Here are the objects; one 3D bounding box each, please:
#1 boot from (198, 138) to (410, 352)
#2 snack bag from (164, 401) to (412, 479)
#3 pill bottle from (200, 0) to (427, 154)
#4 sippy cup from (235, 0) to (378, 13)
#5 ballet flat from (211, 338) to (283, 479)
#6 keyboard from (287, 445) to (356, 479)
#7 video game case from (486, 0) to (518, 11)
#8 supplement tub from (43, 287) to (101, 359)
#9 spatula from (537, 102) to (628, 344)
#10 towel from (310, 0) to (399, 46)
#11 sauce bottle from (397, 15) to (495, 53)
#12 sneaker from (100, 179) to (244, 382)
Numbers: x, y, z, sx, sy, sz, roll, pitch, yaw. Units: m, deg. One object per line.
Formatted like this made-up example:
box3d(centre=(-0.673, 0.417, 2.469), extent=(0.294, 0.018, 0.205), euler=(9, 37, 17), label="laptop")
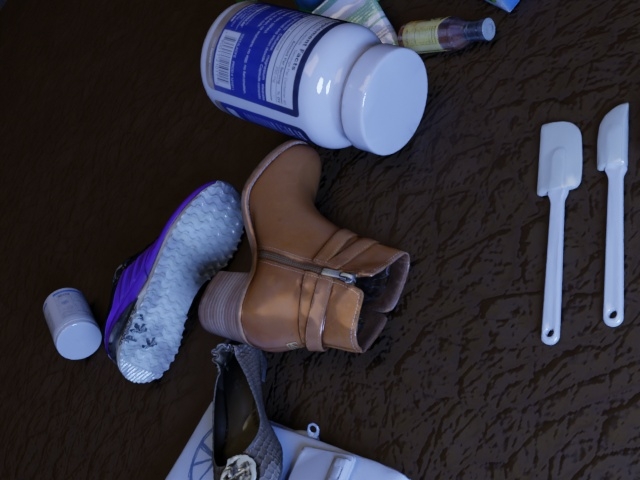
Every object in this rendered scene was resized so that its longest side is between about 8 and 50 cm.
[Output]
box3d(centre=(0.000, 0.000, 0.922), extent=(0.220, 0.109, 0.283), euler=(2, 51, 36), label="boot")
box3d(centre=(-0.085, 0.326, 0.794), extent=(0.342, 0.037, 0.323), euler=(3, 55, 49), label="snack bag")
box3d(centre=(-0.010, -0.199, 0.994), extent=(0.264, 0.153, 0.153), euler=(25, 83, 36), label="pill bottle")
box3d(centre=(-0.009, -0.464, 1.137), extent=(0.240, 0.224, 0.306), euler=(-20, 53, 37), label="sippy cup")
box3d(centre=(-0.089, 0.186, 0.860), extent=(0.084, 0.058, 0.250), euler=(-30, 32, 14), label="ballet flat")
box3d(centre=(-0.042, 0.307, 0.726), extent=(0.072, 0.014, 0.256), euler=(-9, 47, 49), label="keyboard")
box3d(centre=(0.216, -0.442, 0.982), extent=(0.269, 0.061, 0.244), euler=(-52, 54, 5), label="video game case")
box3d(centre=(-0.385, 0.127, 1.250), extent=(0.071, 0.071, 0.107), euler=(-51, 40, 7), label="supplement tub")
box3d(centre=(0.268, -0.028, 0.729), extent=(0.168, 0.019, 0.242), euler=(-12, 57, 39), label="spatula")
box3d(centre=(0.040, -0.266, 1.074), extent=(0.113, 0.023, 0.152), euler=(-38, 64, 24), label="towel")
box3d(centre=(0.152, -0.249, 0.976), extent=(0.128, 0.042, 0.042), euler=(8, 71, 45), label="sauce bottle")
box3d(centre=(-0.221, 0.037, 1.118), extent=(0.146, 0.102, 0.293), euler=(25, 84, 51), label="sneaker")
